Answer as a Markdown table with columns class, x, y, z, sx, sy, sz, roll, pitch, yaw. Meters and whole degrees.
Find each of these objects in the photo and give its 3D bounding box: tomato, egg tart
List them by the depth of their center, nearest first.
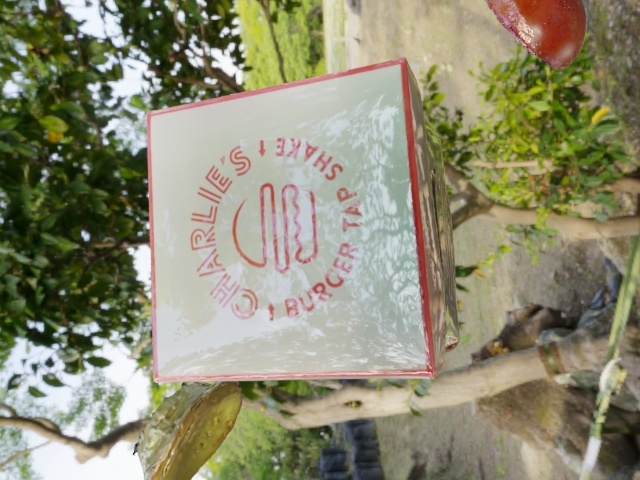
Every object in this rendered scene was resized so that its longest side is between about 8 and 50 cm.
| class | x | y | z | sx | sy | sz | roll | pitch | yaw |
| --- | --- | --- | --- | --- | --- | --- | --- | --- | --- |
| tomato | 0.330 | -0.343 | 0.842 | 0.099 | 0.173 | 0.189 | -46 | -6 | 36 |
| egg tart | -0.290 | 0.410 | 1.222 | 0.315 | 0.120 | 0.315 | -52 | -18 | -25 |

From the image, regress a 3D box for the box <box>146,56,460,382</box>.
| class | x | y | z | sx | sy | sz | roll | pitch | yaw |
| --- | --- | --- | --- | --- | --- | --- | --- | --- | --- |
| box | 0.000 | 0.000 | 0.714 | 0.300 | 0.312 | 0.315 | 15 | -110 | -69 |
